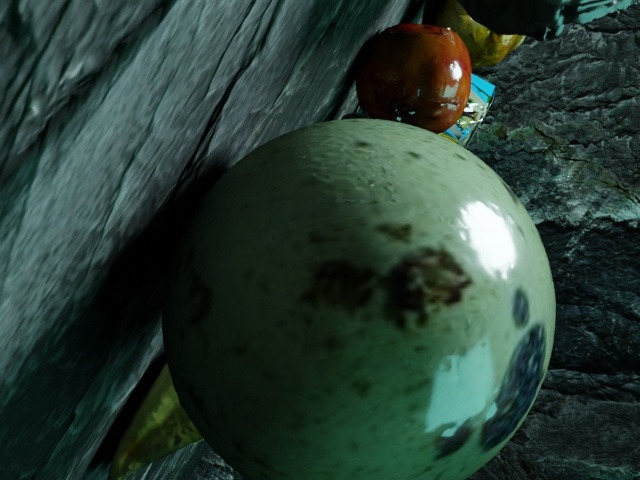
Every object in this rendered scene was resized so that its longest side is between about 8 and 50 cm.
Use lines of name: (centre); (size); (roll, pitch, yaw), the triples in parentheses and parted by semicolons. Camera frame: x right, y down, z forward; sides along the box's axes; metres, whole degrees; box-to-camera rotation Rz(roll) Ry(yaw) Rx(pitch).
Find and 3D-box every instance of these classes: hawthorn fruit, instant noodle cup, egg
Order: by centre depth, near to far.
egg: (0.031, 0.053, 0.701); (0.287, 0.287, 0.379); (-60, -178, 7)
hawthorn fruit: (0.120, -0.210, 1.174); (0.148, 0.148, 0.172); (117, -3, -54)
instant noodle cup: (0.160, -0.199, 1.550); (0.240, 0.178, 0.240); (-60, 178, -3)

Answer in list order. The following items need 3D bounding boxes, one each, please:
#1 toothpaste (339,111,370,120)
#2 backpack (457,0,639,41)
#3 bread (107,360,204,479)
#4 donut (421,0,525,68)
toothpaste: (-0.015, -0.052, 1.148); (0.392, 0.061, 0.099); (-54, -177, -38)
backpack: (0.245, -0.346, 0.895); (0.445, 0.255, 0.363); (-51, 165, -55)
bread: (-0.130, 0.205, 1.016); (0.178, 0.135, 0.240); (-60, 179, -5)
donut: (0.262, -0.401, 1.411); (0.330, 0.160, 0.330); (-64, 179, -2)
